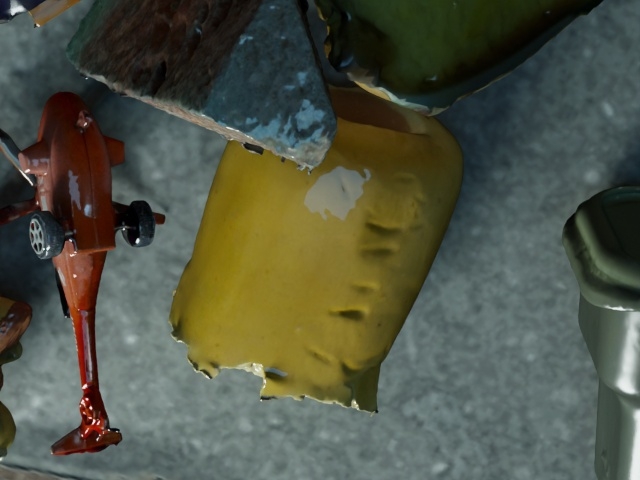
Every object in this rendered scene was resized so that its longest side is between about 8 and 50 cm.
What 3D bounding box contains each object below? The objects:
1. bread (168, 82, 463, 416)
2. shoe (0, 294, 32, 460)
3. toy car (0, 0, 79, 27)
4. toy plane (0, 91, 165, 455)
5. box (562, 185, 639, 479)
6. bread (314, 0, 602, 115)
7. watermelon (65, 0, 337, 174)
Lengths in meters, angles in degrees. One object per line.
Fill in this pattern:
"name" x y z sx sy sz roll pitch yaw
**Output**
"bread" 0.000 0.000 1.110 0.134 0.085 0.173 17 108 -9
"shoe" -0.202 0.074 1.131 0.069 0.072 0.109 14 85 22
"toy car" -0.207 -0.244 1.001 0.193 0.118 0.301 -30 109 5
"toy plane" -0.140 0.018 1.091 0.126 0.077 0.194 15 82 -28
"box" 0.270 0.076 1.130 0.274 0.138 0.178 2 114 -3
"bread" 0.044 -0.174 1.028 0.252 0.133 0.174 -36 118 -37
"watermelon" -0.041 -0.105 0.994 0.094 0.241 0.154 23 105 -21
